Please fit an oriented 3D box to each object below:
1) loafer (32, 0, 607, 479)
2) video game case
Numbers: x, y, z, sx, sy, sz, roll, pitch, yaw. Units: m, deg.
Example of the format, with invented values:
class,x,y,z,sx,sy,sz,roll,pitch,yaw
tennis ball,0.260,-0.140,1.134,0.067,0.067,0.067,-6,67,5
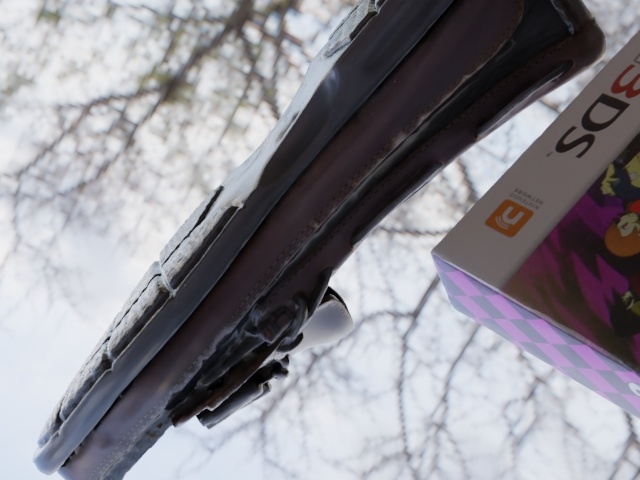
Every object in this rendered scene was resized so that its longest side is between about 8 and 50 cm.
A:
class,x,y,z,sx,sy,sz,roll,pitch,yaw
loafer,0.000,0.000,0.672,0.095,0.302,0.109,37,-173,-10
video game case,0.188,-0.010,0.522,0.232,0.210,0.042,32,160,37
